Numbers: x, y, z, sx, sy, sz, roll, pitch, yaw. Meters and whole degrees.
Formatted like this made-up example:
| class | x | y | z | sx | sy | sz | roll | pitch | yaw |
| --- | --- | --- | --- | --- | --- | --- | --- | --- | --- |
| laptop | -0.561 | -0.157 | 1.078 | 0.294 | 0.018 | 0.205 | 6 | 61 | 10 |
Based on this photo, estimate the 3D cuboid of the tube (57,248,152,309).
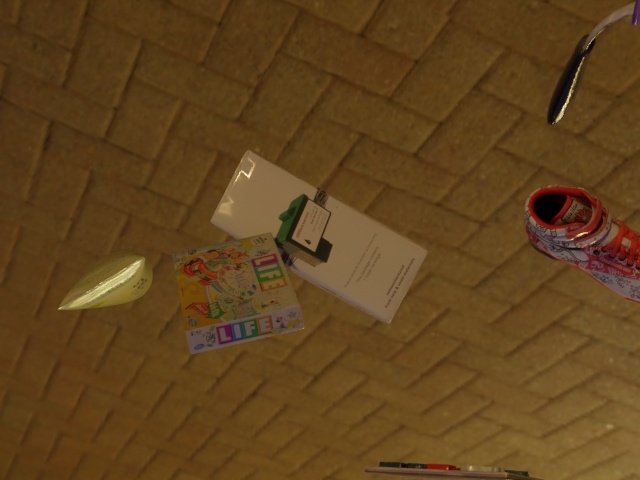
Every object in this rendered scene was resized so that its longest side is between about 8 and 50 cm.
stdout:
| class | x | y | z | sx | sy | sz | roll | pitch | yaw |
| --- | --- | --- | --- | --- | --- | --- | --- | --- | --- |
| tube | -0.214 | 0.041 | 0.997 | 0.062 | 0.070 | 0.240 | 17 | 177 | -6 |

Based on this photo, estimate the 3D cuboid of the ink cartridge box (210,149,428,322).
| class | x | y | z | sx | sy | sz | roll | pitch | yaw |
| --- | --- | --- | --- | --- | --- | --- | --- | --- | --- |
| ink cartridge box | 0.000 | 0.000 | 1.062 | 0.219 | 0.092 | 0.160 | 29 | 177 | 5 |

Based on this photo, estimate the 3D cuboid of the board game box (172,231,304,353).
| class | x | y | z | sx | sy | sz | roll | pitch | yaw |
| --- | --- | --- | --- | --- | --- | --- | --- | --- | --- |
| board game box | -0.082 | 0.046 | 0.905 | 0.103 | 0.154 | 0.026 | -12 | 117 | -8 |

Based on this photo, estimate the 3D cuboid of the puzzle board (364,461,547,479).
| class | x | y | z | sx | sy | sz | roll | pitch | yaw |
| --- | --- | --- | --- | --- | --- | --- | --- | --- | --- |
| puzzle board | 0.115 | 0.192 | 0.790 | 0.128 | 0.011 | 0.096 | -6 | 162 | 35 |

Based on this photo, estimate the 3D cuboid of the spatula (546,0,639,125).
| class | x | y | z | sx | sy | sz | roll | pitch | yaw |
| --- | --- | --- | --- | --- | --- | --- | --- | --- | --- |
| spatula | 0.248 | -0.181 | 0.834 | 0.030 | 0.084 | 0.296 | 30 | 157 | 5 |

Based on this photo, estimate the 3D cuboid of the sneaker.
| class | x | y | z | sx | sy | sz | roll | pitch | yaw |
| --- | --- | --- | --- | --- | --- | --- | --- | --- | --- |
| sneaker | 0.412 | 0.007 | 1.361 | 0.270 | 0.090 | 0.145 | 25 | 168 | 25 |
